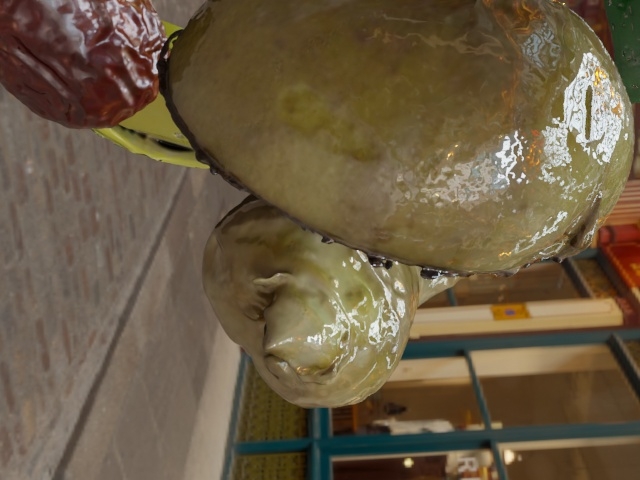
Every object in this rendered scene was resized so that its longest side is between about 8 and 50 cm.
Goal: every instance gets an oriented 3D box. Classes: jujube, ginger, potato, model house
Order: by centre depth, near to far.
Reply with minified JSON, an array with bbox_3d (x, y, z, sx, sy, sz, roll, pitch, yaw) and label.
[{"bbox_3d":[0.052,-0.060,0.353,0.100,0.261,0.120,117,-15,-49],"label":"potato"},{"bbox_3d":[-0.171,-0.149,0.463,0.176,0.112,0.109,55,26,-26],"label":"jujube"},{"bbox_3d":[0.012,0.017,0.501,0.267,0.152,0.138,-35,100,-53],"label":"ginger"},{"bbox_3d":[0.379,-0.234,0.809,0.117,0.088,0.166,26,-41,60],"label":"model house"}]

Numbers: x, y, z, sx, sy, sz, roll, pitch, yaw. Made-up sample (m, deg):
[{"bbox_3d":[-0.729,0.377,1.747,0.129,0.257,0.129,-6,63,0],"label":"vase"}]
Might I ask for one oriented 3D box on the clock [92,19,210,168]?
[{"bbox_3d":[-0.193,-0.187,0.956,0.277,0.294,0.071,108,-3,-67],"label":"clock"}]
